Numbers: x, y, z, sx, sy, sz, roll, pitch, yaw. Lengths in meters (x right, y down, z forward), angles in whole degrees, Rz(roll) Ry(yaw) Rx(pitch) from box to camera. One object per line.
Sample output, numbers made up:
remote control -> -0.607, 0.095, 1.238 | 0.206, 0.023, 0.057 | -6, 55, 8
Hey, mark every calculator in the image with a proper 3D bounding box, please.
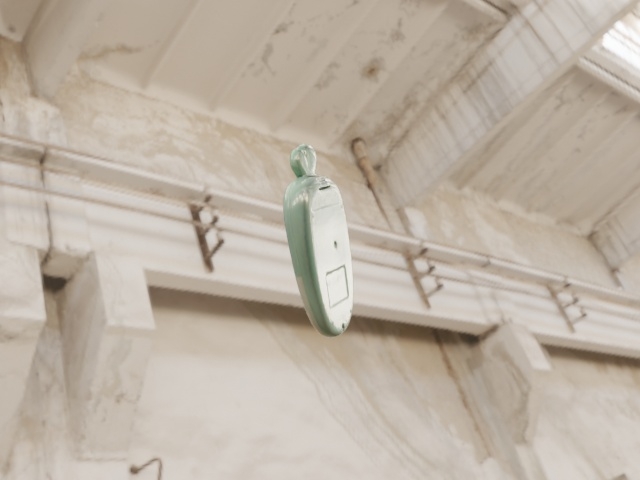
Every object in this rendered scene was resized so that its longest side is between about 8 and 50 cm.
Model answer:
calculator -> 0.000, 0.000, 0.625 | 0.021, 0.153, 0.095 | -6, 5, 22
